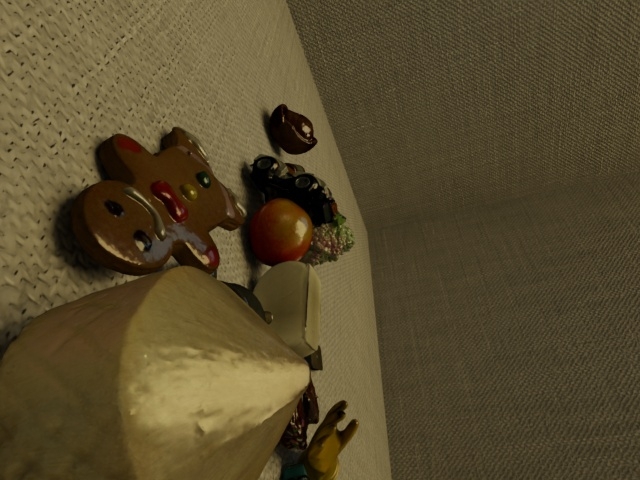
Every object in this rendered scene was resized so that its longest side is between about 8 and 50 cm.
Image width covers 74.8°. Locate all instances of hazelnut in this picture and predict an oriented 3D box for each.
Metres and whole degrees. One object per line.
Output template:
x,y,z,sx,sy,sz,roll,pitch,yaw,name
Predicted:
-0.110,-0.430,1.618,0.170,0.161,0.201,51,-8,52,hazelnut

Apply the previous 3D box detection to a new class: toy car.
-0.078,-0.145,1.271,0.118,0.301,0.193,-51,150,-25,toy car

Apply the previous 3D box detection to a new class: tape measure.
-0.051,0.639,1.024,0.125,0.081,0.145,-118,-167,-72,tape measure

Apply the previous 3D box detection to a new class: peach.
-0.117,-0.012,1.187,0.197,0.198,0.197,-13,90,-77,peach

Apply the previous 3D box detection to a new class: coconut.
-0.166,0.179,0.471,0.329,0.329,0.328,-13,90,-77,coconut

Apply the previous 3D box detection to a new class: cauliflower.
0.000,0.000,1.641,0.315,0.257,0.238,125,-46,-66,cauliflower

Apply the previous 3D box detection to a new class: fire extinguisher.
-0.092,-0.272,1.695,0.231,0.099,0.071,-28,126,-75,fire extinguisher

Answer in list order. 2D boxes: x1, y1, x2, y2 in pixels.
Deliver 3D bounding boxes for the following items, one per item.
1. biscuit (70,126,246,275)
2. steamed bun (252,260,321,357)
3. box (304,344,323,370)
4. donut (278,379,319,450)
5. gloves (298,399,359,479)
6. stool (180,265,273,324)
-0.254,-0.071,0.738,0.283,0.064,0.432,56,17,-11,biscuit
-0.092,0.183,1.111,0.146,0.164,0.241,60,26,-55,steamed bun
-0.026,0.407,1.463,0.126,0.031,0.090,50,30,-64,box
-0.079,0.420,1.091,0.230,0.096,0.215,-51,125,-74,donut
0.018,0.525,1.078,0.133,0.116,0.294,-60,167,-48,gloves
-0.183,0.135,0.804,0.139,0.154,0.227,29,49,-72,stool
